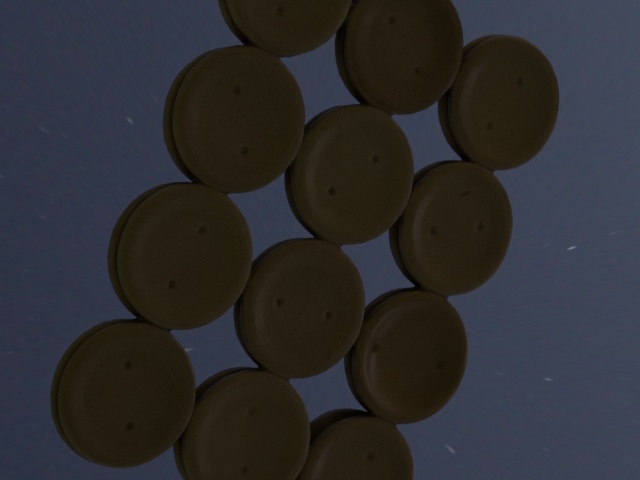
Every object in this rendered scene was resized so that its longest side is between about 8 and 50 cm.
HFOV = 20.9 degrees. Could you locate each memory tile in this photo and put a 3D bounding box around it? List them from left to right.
[{"bbox_3d":[0.000,0.000,0.450,0.113,0.012,0.148,24,-94,-31],"label":"memory tile"}]
